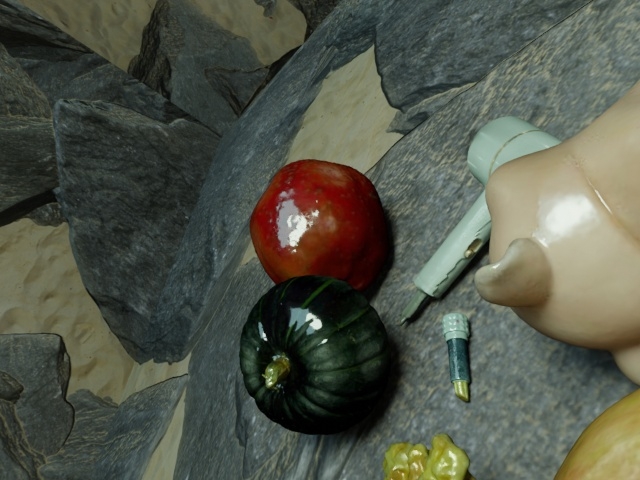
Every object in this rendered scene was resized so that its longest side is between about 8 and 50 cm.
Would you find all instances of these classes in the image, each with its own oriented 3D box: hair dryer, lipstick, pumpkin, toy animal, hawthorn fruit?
[{"bbox_3d":[0.221,0.005,0.690,0.357,0.108,0.173,-58,24,22],"label":"hair dryer"},{"bbox_3d":[0.183,0.156,0.635,0.037,0.037,0.116,-32,41,43],"label":"lipstick"},{"bbox_3d":[-0.016,0.175,0.721,0.250,0.216,0.249,3,95,29],"label":"pumpkin"},{"bbox_3d":[0.292,-0.021,0.406,0.269,0.237,0.326,-61,12,-9],"label":"toy animal"},{"bbox_3d":[0.000,0.000,0.891,0.265,0.265,0.307,-41,39,31],"label":"hawthorn fruit"}]

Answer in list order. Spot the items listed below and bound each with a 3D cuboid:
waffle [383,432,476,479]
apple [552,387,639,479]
[{"bbox_3d":[0.083,0.349,0.458,0.302,0.068,0.324,142,148,-79],"label":"waffle"},{"bbox_3d":[0.259,0.205,0.274,0.309,0.252,0.314,-36,-11,38],"label":"apple"}]
